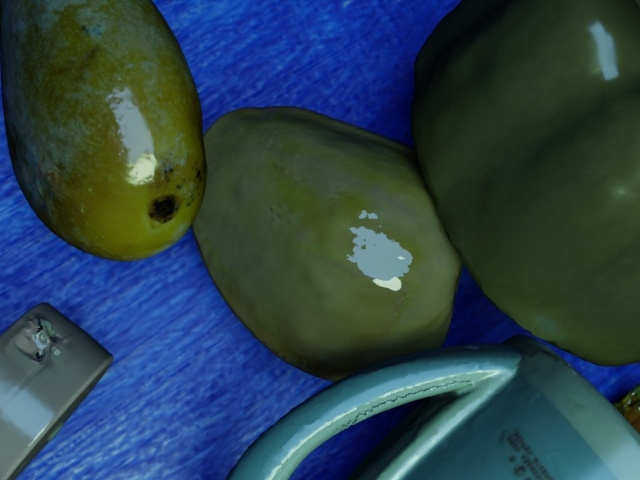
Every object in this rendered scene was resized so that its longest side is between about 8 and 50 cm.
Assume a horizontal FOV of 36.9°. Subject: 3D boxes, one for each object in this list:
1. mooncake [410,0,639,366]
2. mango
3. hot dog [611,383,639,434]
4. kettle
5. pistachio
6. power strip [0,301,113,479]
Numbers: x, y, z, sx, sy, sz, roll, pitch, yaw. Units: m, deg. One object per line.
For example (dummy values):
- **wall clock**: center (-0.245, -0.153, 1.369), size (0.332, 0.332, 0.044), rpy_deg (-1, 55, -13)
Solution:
- **mooncake**: center (0.269, -0.091, 0.800), size (0.378, 0.201, 0.378), rpy_deg (18, 54, -26)
- **mango**: center (-0.190, -0.130, 0.789), size (0.146, 0.193, 0.316), rpy_deg (-8, 64, -36)
- **hot dog**: center (0.358, 0.255, 0.891), size (0.072, 0.115, 0.269), rpy_deg (-20, 89, -37)
- **kettle**: center (0.084, 0.243, 0.766), size (0.342, 0.247, 0.319), rpy_deg (-36, 100, -5)
- **pistachio**: center (0.000, 0.000, 0.823), size (0.260, 0.163, 0.213), rpy_deg (23, 73, 8)
- **power strip**: center (-0.236, 0.125, 0.754), size (0.078, 0.154, 0.154), rpy_deg (41, 76, -2)
